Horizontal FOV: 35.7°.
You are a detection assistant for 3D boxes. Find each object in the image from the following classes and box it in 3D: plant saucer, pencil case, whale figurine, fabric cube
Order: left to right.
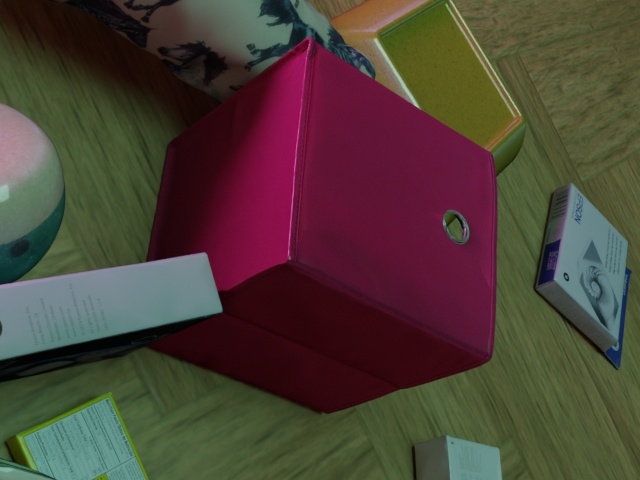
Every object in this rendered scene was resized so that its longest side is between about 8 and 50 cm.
[{"bbox_3d":[-0.338,-0.008,0.795,0.272,0.141,0.216,-28,51,-30],"label":"whale figurine"},{"bbox_3d":[-0.113,-0.226,1.049,0.410,0.183,0.160,33,59,-44],"label":"pencil case"},{"bbox_3d":[0.000,0.000,1.020,0.258,0.259,0.254,27,54,-32],"label":"fabric cube"},{"bbox_3d":[0.166,-0.215,1.431,0.332,0.081,0.333,56,42,-6],"label":"plant saucer"}]

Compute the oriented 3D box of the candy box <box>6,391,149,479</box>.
[{"bbox_3d":[-0.190,0.248,0.877,0.105,0.027,0.206,-21,85,-51],"label":"candy box"}]

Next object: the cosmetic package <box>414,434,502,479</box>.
[{"bbox_3d":[0.166,0.355,1.151,0.099,0.060,0.239,23,55,-38],"label":"cosmetic package"}]

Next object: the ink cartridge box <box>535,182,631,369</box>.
[{"bbox_3d":[0.441,0.056,1.590,0.224,0.045,0.223,41,46,-23],"label":"ink cartridge box"}]

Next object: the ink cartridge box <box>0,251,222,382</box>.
[{"bbox_3d":[-0.255,0.078,0.797,0.333,0.165,0.065,-7,78,-46],"label":"ink cartridge box"}]

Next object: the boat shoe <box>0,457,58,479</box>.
[{"bbox_3d":[-0.308,0.188,0.755,0.233,0.084,0.079,27,77,-27],"label":"boat shoe"}]
